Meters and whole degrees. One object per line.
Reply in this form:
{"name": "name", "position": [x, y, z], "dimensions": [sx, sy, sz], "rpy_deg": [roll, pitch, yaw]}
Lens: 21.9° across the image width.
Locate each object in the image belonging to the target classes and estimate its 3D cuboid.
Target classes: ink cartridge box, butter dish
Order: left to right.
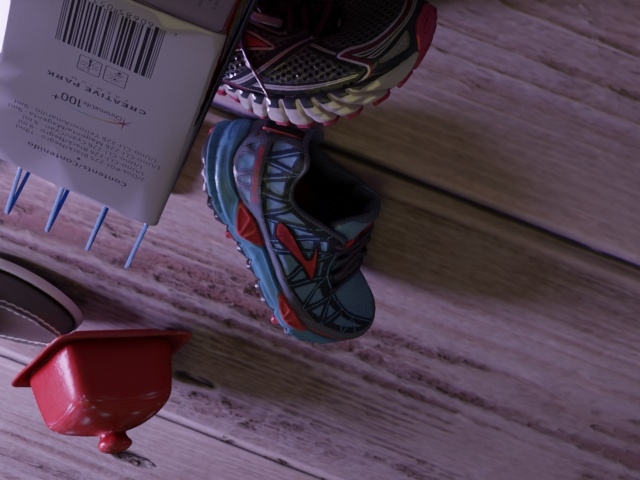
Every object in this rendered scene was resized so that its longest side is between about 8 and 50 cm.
{"name": "butter dish", "position": [-0.223, 0.164, 1.722], "dimensions": [0.160, 0.118, 0.160], "rpy_deg": [1, 157, -32]}
{"name": "ink cartridge box", "position": [-0.098, -0.182, 1.060], "dimensions": [0.130, 0.309, 0.272], "rpy_deg": [23, 146, -4]}

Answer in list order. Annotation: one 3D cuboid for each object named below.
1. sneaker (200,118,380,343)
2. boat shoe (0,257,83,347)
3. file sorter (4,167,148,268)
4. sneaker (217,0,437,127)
{"name": "sneaker", "position": [0.000, 0.000, 1.438], "dimensions": [0.125, 0.104, 0.262], "rpy_deg": [-6, 138, 30]}
{"name": "boat shoe", "position": [-0.403, 0.057, 1.729], "dimensions": [0.305, 0.091, 0.109], "rpy_deg": [20, 145, 1]}
{"name": "file sorter", "position": [-0.215, -0.066, 1.456], "dimensions": [0.170, 0.104, 0.118], "rpy_deg": [25, 146, -6]}
{"name": "sneaker", "position": [-0.059, -0.162, 1.235], "dimensions": [0.299, 0.121, 0.112], "rpy_deg": [4, 140, 23]}
